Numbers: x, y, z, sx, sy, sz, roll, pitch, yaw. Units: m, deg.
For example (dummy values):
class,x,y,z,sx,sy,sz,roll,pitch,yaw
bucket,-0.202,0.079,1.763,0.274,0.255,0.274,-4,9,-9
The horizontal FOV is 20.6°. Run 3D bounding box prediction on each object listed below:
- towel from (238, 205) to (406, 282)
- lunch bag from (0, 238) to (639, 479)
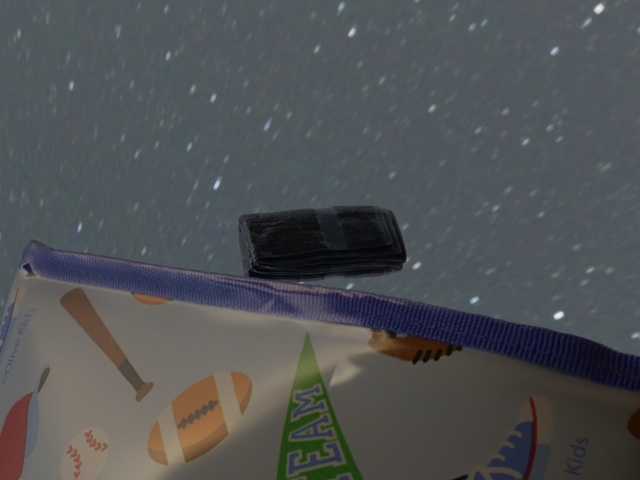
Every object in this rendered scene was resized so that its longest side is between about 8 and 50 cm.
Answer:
class,x,y,z,sx,sy,sz,roll,pitch,yaw
towel,0.000,0.000,1.300,0.119,0.029,0.067,-5,-138,-10
lunch bag,0.004,0.192,0.765,0.239,0.385,0.328,24,-103,-41
